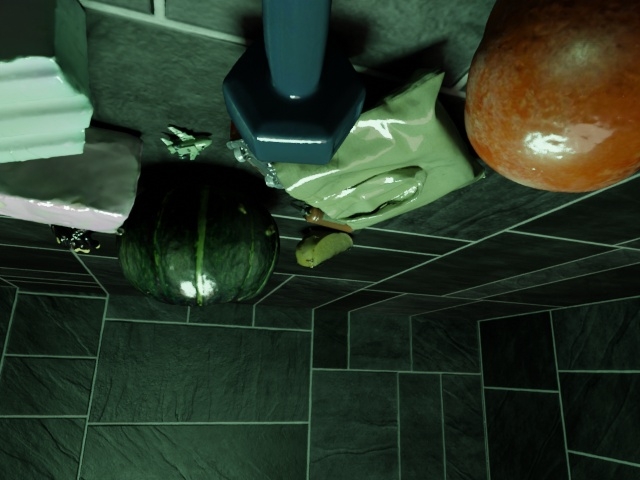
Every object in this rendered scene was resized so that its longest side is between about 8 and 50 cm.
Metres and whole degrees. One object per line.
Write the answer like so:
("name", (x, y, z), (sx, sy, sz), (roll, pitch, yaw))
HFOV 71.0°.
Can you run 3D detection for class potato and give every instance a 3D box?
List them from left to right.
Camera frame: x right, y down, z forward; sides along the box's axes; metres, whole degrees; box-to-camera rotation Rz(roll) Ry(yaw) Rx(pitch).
("potato", (0.000, 0.000, 1.197), (0.171, 0.090, 0.100), (-25, -155, -38))

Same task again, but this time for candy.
("candy", (-0.425, -0.110, 0.693), (0.264, 0.156, 0.115), (10, 163, -26))

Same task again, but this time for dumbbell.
("dumbbell", (-0.021, -0.193, 0.393), (0.159, 0.144, 0.325), (1, 164, -4))

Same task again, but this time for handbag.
("handbag", (0.102, -0.113, 0.681), (0.253, 0.109, 0.315), (-24, 159, 22))

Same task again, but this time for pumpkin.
("pumpkin", (-0.242, 0.006, 0.916), (0.322, 0.242, 0.323), (1, 179, 0))

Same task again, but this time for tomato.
("tomato", (0.239, -0.147, 0.407), (0.184, 0.208, 0.208), (15, 172, 31))

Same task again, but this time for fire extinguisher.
("fire extinguisher", (0.016, -0.056, 1.027), (0.177, 0.050, 0.062), (14, -162, -33))

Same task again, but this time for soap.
("soap", (-0.415, -0.173, 0.481), (0.346, 0.115, 0.208), (-7, 162, 3))

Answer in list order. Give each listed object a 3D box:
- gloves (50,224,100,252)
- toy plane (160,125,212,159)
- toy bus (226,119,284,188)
("gloves", (-0.496, -0.042, 0.926), (0.203, 0.165, 0.124), (-29, 126, 20))
("toy plane", (-0.216, -0.156, 0.731), (0.083, 0.033, 0.080), (-2, 149, 12))
("toy bus", (-0.070, -0.141, 0.686), (0.079, 0.077, 0.174), (-10, 162, 17))
